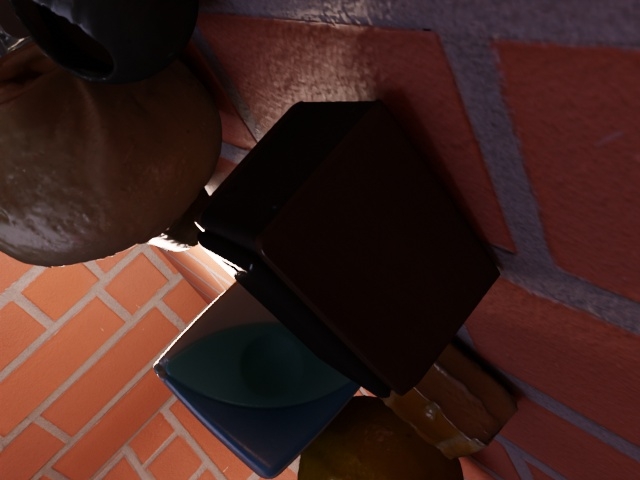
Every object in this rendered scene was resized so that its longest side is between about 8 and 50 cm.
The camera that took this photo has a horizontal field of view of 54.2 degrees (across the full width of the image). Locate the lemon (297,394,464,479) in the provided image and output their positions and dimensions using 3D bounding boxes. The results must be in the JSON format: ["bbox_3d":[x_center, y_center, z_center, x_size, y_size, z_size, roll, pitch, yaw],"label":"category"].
[{"bbox_3d":[0.153,0.531,1.366,0.364,0.364,0.364,41,164,14],"label":"lemon"}]

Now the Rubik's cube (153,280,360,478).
[{"bbox_3d":[-0.131,0.278,1.393,0.351,0.347,0.352,45,165,-3],"label":"Rubik's cube"}]

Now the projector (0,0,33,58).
[{"bbox_3d":[-0.532,-0.404,1.042,0.198,0.108,0.250,62,159,-17],"label":"projector"}]

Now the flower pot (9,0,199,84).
[{"bbox_3d":[-0.228,-0.260,0.620,0.243,0.157,0.189,39,162,22],"label":"flower pot"}]

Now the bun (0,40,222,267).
[{"bbox_3d":[-0.316,-0.154,0.807,0.364,0.364,0.202,34,158,34],"label":"bun"}]

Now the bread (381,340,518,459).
[{"bbox_3d":[0.154,0.209,0.939,0.239,0.111,0.246,40,164,13],"label":"bread"}]

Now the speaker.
[{"bbox_3d":[0.029,0.006,0.604,0.231,0.192,0.153,49,163,-30],"label":"speaker"}]

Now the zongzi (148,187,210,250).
[{"bbox_3d":[-0.351,-0.166,1.232,0.392,0.174,0.356,63,-179,11],"label":"zongzi"}]
